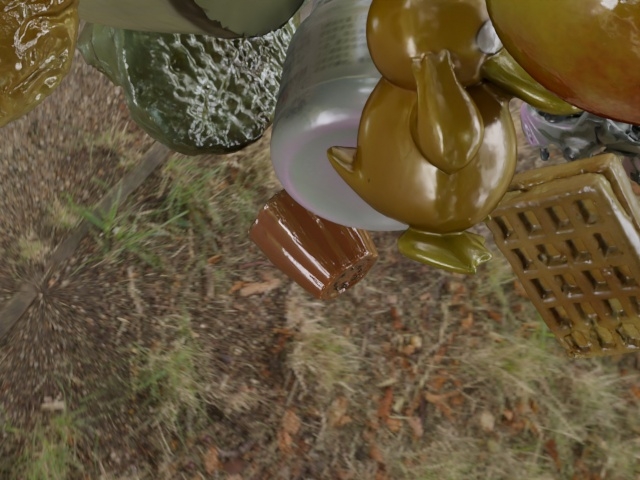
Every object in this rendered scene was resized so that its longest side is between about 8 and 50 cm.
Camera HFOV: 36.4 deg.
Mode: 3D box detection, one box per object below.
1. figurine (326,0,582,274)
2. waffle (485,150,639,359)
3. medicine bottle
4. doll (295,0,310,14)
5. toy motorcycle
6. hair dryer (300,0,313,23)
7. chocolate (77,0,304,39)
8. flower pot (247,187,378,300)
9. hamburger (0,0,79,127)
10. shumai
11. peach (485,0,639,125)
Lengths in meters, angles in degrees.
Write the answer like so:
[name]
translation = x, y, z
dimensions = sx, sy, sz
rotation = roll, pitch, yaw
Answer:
[figurine]
translation = 0.107, -0.110, 0.840
dimensions = 0.215, 0.215, 0.228
rotation = 21, 122, -14
[waffle]
translation = 0.400, 0.035, 1.445
dimensions = 0.328, 0.224, 0.098
rotation = 57, 49, -21
[medicine bottle]
translation = 0.079, -0.203, 1.216
dimensions = 0.256, 0.256, 0.325
rotation = 16, 56, -15
[doll]
translation = -0.108, -0.369, 1.376
dimensions = 0.214, 0.072, 0.104
rotation = 13, 125, -8
[toy motorcycle]
translation = 0.466, -0.179, 1.617
dimensions = 0.327, 0.188, 0.143
rotation = 30, 59, -15
[hair dryer]
translation = -0.005, -0.426, 1.906
dimensions = 0.054, 0.220, 0.195
rotation = 50, 58, -28
[chocolate]
translation = -0.174, -0.362, 0.941
dimensions = 0.297, 0.326, 0.314
rotation = 12, 49, 20
[flower pot]
translation = 0.000, 0.000, 1.669
dimensions = 0.190, 0.191, 0.173
rotation = -35, 70, -15
[hamburger]
translation = -0.239, -0.189, 0.689
dimensions = 0.155, 0.135, 0.208
rotation = -22, 94, -8
[shumai]
translation = -0.248, -0.322, 1.652
dimensions = 0.397, 0.323, 0.324
rotation = -46, 126, -36
[peach]
translation = 0.224, -0.182, 0.614
dimensions = 0.230, 0.231, 0.231
rotation = 1, 87, -16
